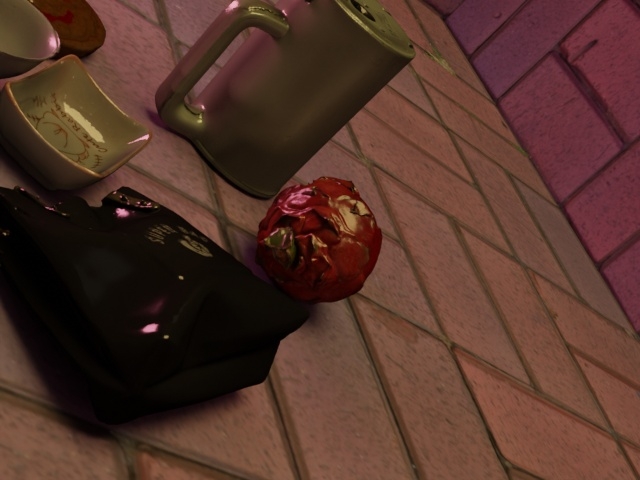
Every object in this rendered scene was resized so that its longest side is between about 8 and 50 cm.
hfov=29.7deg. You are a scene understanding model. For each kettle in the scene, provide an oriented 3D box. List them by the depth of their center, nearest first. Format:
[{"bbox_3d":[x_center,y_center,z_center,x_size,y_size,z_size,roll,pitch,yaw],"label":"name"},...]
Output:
[{"bbox_3d":[-0.049,-0.237,1.786,0.205,0.318,0.265,50,22,10],"label":"kettle"}]

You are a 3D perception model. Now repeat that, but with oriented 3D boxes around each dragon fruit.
[{"bbox_3d":[0.000,0.000,1.659,0.172,0.172,0.209,44,35,-5],"label":"dragon fruit"}]

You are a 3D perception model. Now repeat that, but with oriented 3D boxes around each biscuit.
[{"bbox_3d":[-0.420,-0.354,1.680,0.257,0.049,0.273,51,20,13],"label":"biscuit"}]

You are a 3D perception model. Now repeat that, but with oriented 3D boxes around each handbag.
[{"bbox_3d":[-0.191,0.038,1.281,0.288,0.152,0.342,40,17,19],"label":"handbag"}]

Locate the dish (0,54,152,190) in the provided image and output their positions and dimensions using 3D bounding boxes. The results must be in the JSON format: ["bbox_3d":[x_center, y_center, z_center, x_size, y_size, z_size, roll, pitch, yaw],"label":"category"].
[{"bbox_3d":[-0.304,-0.130,1.445,0.151,0.077,0.212,46,21,-6],"label":"dish"}]

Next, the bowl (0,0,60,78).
[{"bbox_3d":[-0.410,-0.241,1.421,0.189,0.086,0.189,31,26,-17],"label":"bowl"}]

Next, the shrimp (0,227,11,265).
[{"bbox_3d":[-0.422,-0.035,1.076,0.289,0.075,0.178,3,43,-43],"label":"shrimp"}]
